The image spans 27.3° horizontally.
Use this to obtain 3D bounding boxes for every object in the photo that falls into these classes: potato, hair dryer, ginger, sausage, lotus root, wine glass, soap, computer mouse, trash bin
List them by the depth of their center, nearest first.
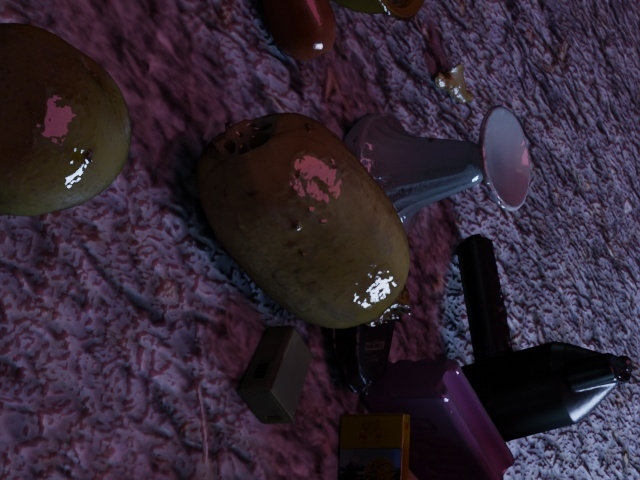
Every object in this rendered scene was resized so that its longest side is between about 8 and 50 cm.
[{"bbox_3d":[-0.237,-0.091,1.099,0.194,0.157,0.157,35,55,-65],"label":"potato"},{"bbox_3d":[0.000,0.000,1.403,0.342,0.169,0.151,50,20,-37],"label":"lotus root"},{"bbox_3d":[-0.046,0.145,1.431,0.061,0.043,0.092,57,38,-34],"label":"trash bin"},{"bbox_3d":[-0.038,-0.291,1.487,0.077,0.077,0.194,-51,126,-48],"label":"sausage"},{"bbox_3d":[0.047,0.098,1.572,0.099,0.057,0.172,5,92,-58],"label":"computer mouse"},{"bbox_3d":[0.145,-0.091,1.627,0.165,0.196,0.165,21,65,-55],"label":"wine glass"},{"bbox_3d":[0.148,0.234,1.640,0.203,0.122,0.065,56,43,-34],"label":"soap"},{"bbox_3d":[0.270,0.111,1.767,0.116,0.244,0.302,36,40,-56],"label":"hair dryer"},{"bbox_3d":[0.189,-0.229,1.870,0.097,0.030,0.048,25,92,-51],"label":"ginger"}]

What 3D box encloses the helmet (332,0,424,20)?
[{"bbox_3d":[0.030,-0.377,1.545,0.205,0.140,0.257,-26,108,-57],"label":"helmet"}]

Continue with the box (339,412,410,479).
[{"bbox_3d":[0.061,0.278,1.528,0.023,0.087,0.155,20,68,-51],"label":"box"}]

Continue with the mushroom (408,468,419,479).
[{"bbox_3d":[0.138,0.384,1.575,0.206,0.209,0.206,-52,155,-37],"label":"mushroom"}]
